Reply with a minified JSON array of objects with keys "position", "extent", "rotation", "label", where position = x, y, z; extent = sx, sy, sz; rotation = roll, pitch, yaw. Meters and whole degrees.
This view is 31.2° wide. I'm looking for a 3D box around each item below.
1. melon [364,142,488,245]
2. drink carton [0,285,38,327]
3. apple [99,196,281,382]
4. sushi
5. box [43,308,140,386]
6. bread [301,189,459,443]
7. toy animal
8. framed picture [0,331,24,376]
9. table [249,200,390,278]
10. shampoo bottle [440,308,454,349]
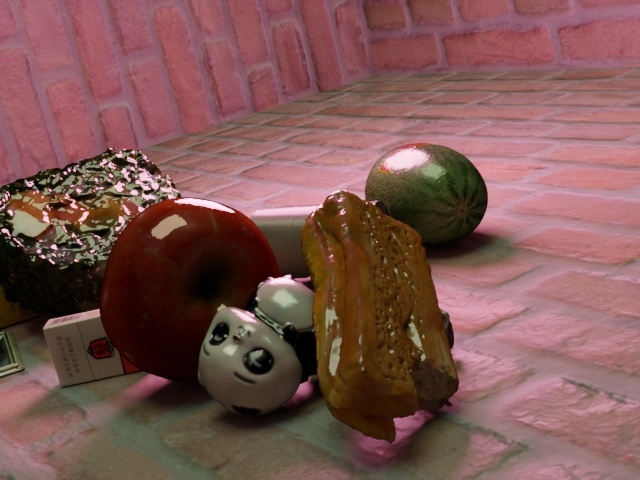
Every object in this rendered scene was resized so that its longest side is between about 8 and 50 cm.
[{"position":[0.176,-0.082,2.003],"extent":[0.182,0.182,0.287],"rotation":[-20,16,-25],"label":"melon"},{"position":[-0.595,0.093,2.178],"extent":[0.351,0.111,0.154],"rotation":[-18,16,-23],"label":"drink carton"},{"position":[-0.178,0.071,1.605],"extent":[0.260,0.260,0.216],"rotation":[-19,2,-20],"label":"apple"},{"position":[-0.408,0.001,2.044],"extent":[0.352,0.178,0.294],"rotation":[-17,46,-21],"label":"sushi"},{"position":[-0.329,0.155,1.724],"extent":[0.152,0.100,0.048],"rotation":[-13,17,2],"label":"box"},{"position":[0.071,0.096,1.380],"extent":[0.109,0.185,0.380],"rotation":[-45,27,23],"label":"bread"},{"position":[-0.063,0.143,1.454],"extent":[0.179,0.138,0.166],"rotation":[-31,46,-30],"label":"toy animal"},{"position":[-0.651,0.223,1.913],"extent":[0.296,0.019,0.232],"rotation":[-18,15,-17],"label":"framed picture"},{"position":[0.000,0.000,1.930],"extent":[0.220,0.126,0.126],"rotation":[-4,17,21],"label":"table"},{"position":[0.077,0.131,1.528],"extent":[0.207,0.063,0.057],"rotation":[-7,25,23],"label":"shampoo bottle"}]
